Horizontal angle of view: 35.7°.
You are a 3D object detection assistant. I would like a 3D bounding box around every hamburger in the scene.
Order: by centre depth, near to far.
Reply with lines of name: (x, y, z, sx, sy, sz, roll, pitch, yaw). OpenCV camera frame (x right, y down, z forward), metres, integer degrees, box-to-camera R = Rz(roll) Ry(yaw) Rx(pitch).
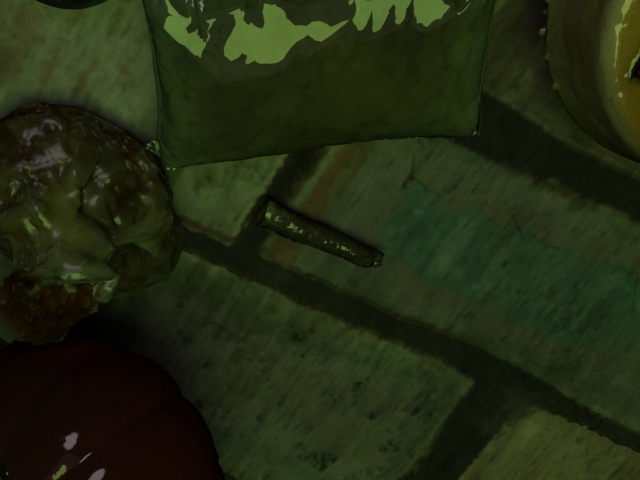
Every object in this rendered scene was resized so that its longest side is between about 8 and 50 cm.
hamburger: (0.330, -0.188, 0.814, 0.301, 0.170, 0.302, -2, 121, -3)

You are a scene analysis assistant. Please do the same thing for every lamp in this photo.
lamp: (-0.223, 0.232, 0.900, 0.303, 0.257, 0.303, 12, 113, 29)

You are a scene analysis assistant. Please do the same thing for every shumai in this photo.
shumai: (-0.208, -0.004, 0.843, 0.161, 0.153, 0.210, -22, 123, 11)

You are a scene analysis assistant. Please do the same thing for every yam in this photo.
yam: (0.000, 0.000, 0.943, 0.129, 0.027, 0.033, 25, 73, -19)

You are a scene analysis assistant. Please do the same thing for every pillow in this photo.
pillow: (0.000, -0.147, 0.826, 0.302, 0.075, 0.185, -7, 133, -10)

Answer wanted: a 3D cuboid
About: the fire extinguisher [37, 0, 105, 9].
fire extinguisher: (-0.225, -0.309, 0.709, 0.376, 0.113, 0.200, 40, 149, -24)
